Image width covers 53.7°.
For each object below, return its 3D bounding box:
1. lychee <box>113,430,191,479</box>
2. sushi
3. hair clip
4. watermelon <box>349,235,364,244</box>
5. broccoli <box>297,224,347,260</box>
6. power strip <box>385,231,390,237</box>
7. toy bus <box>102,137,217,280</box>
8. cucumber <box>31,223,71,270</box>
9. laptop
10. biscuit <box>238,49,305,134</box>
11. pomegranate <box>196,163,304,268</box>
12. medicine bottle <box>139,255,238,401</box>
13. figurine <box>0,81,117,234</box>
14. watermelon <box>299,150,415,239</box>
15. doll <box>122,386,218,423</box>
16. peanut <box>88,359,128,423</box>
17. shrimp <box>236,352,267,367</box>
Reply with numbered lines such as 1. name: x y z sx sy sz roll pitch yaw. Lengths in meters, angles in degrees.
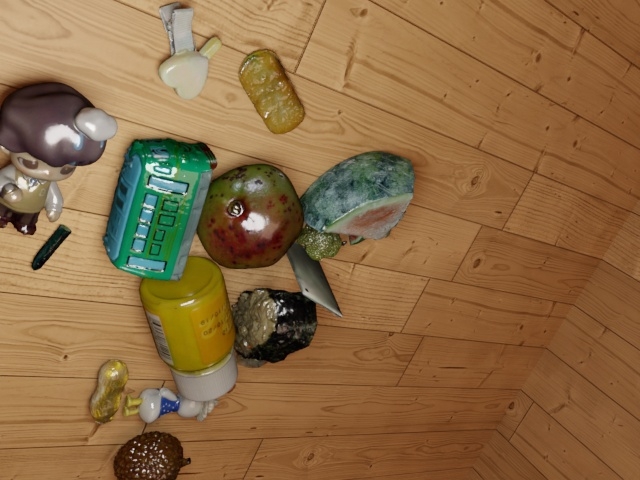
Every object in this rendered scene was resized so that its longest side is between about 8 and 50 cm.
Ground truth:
1. lychee: -0.515 0.688 1.953 0.239 0.200 0.200 12 111 -27
2. sushi: -0.150 0.241 1.835 0.171 0.350 0.210 14 72 -26
3. hair clip: -0.305 -0.432 1.463 0.159 0.071 0.218 -20 132 -25
4. watermelon: 0.117 -0.026 2.019 0.085 0.072 0.092 -15 165 -40
5. broccoli: 0.000 0.000 1.916 0.131 0.130 0.120 -45 173 -28
6. power strip: 0.213 -0.086 2.055 0.076 0.028 0.168 -2 121 -33
7. toy bus: -0.401 -0.083 1.541 0.200 0.183 0.343 9 112 -32
8. cucumber: -0.657 0.020 1.533 0.133 0.032 0.032 -50 133 4
9. laptop: -0.031 0.096 1.848 0.015 0.269 0.188 -40 134 16
10. biscuit: -0.124 -0.380 1.639 0.119 0.029 0.247 -33 132 -3
11. pomegranate: -0.174 -0.071 1.677 0.323 0.291 0.290 -44 157 -69
12. medicine bottle: -0.350 0.251 1.757 0.225 0.224 0.384 -22 127 -21
13. figurine: -0.599 -0.161 1.339 0.218 0.206 0.364 23 106 -27
14. watermelon: 0.129 -0.102 1.880 0.388 0.228 0.258 -28 138 -9
15. doll: -0.449 0.497 1.931 0.293 0.119 0.138 6 123 -30
16. peanut: -0.603 0.429 1.797 0.087 0.087 0.206 7 112 -37
17. shrimp: -0.198 0.335 2.047 0.148 0.035 0.195 20 107 -38
